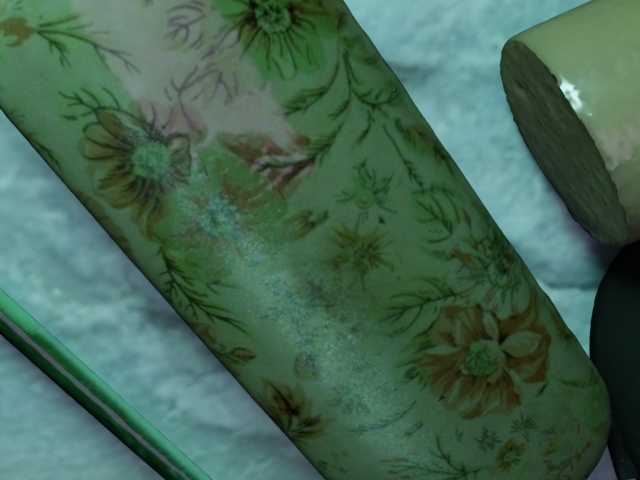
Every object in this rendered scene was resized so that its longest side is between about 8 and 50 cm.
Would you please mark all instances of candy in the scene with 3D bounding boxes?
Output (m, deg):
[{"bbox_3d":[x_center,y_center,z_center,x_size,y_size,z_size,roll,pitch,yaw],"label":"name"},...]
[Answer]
[{"bbox_3d":[-0.064,0.135,0.675,0.119,0.119,0.440,-42,108,5],"label":"candy"}]

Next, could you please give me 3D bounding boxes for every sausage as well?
[{"bbox_3d":[0.230,-0.099,0.632,0.252,0.123,0.123,-26,115,-3],"label":"sausage"}]

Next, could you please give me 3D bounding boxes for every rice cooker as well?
[{"bbox_3d":[0.230,0.082,0.705,0.142,0.118,0.203,-18,111,-7],"label":"rice cooker"}]

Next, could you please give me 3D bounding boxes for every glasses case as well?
[{"bbox_3d":[0.000,0.000,0.627,0.156,0.098,0.425,-38,115,0],"label":"glasses case"}]
